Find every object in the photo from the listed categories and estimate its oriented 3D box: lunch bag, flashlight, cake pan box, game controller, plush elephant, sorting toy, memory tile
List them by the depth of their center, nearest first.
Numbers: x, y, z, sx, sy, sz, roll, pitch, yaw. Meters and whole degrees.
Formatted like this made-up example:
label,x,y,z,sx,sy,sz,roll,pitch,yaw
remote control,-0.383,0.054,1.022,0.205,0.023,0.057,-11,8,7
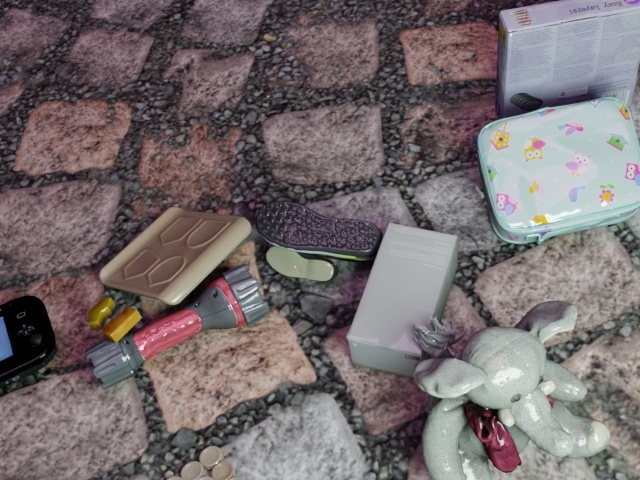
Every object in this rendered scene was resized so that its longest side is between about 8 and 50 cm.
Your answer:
label,x,y,z,sx,sy,sz,roll,pitch,yaw
plush elephant,0.255,0.218,1.264,0.272,0.255,0.330,-30,77,-14
memory tile,-0.191,0.389,1.400,0.148,0.012,0.113,-36,46,-16
flashlight,-0.237,0.147,1.537,0.304,0.103,0.103,-27,50,-12
game controller,-0.610,0.208,1.576,0.319,0.067,0.166,-25,55,-10
lunch bag,0.408,-0.113,1.589,0.279,0.108,0.223,-12,80,4
sorting toy,-0.285,0.057,1.605,0.229,0.041,0.307,12,49,45
cake pan box,0.456,-0.327,1.678,0.267,0.245,0.070,-10,54,2

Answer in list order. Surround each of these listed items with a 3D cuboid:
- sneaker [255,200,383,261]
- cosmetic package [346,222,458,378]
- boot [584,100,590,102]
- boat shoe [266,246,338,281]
label,x,y,z,sx,sy,sz,roll,pitch,yaw
sneaker,0.000,0.000,1.609,0.235,0.097,0.084,15,73,9
cosmetic package,0.139,0.098,1.515,0.127,0.107,0.238,14,61,17
boot,0.466,-0.188,1.699,0.219,0.082,0.106,-13,76,-6
boat shoe,-0.032,0.042,1.618,0.133,0.042,0.048,15,94,21
